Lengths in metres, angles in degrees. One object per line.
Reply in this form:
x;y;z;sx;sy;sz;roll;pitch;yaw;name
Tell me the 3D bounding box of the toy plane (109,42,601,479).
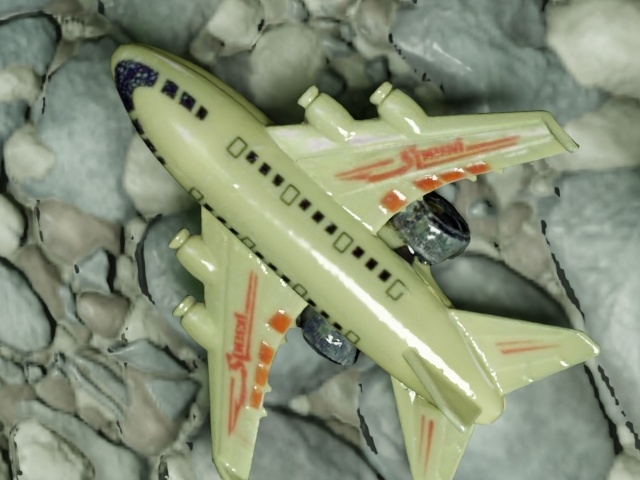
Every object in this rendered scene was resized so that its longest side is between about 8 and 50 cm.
0.000;0.000;0.900;0.256;0.104;0.242;47;111;11;toy plane
